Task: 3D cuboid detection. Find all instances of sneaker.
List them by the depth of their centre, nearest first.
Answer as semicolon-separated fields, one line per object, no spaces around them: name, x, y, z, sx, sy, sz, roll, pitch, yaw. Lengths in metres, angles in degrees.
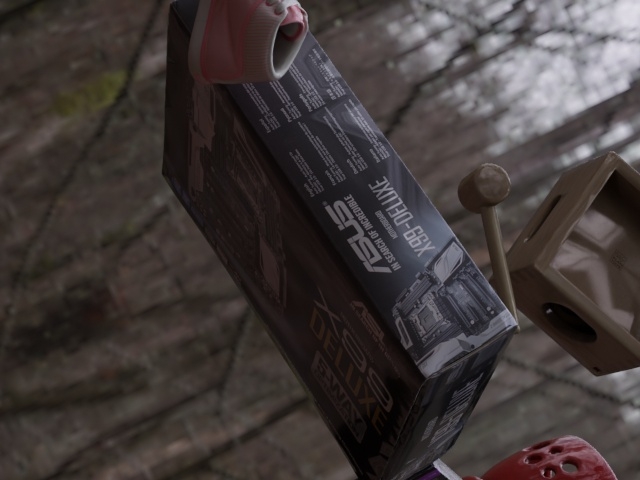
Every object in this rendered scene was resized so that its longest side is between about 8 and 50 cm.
sneaker;-0.036;-0.159;1.022;0.051;0.070;0.134;9;89;-61

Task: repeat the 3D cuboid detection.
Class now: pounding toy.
pounding toy;0.186;0.016;1.359;0.206;0.181;0.094;40;-21;-9

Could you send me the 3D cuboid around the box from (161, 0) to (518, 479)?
box;0.000;0.000;1.150;0.307;0.076;0.242;56;-19;18

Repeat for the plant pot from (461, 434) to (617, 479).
plant pot;0.252;0.346;2.006;0.191;0.174;0.191;165;-90;-70

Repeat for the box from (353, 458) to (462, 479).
box;0.063;0.230;1.451;0.029;0.116;0.162;62;6;26
